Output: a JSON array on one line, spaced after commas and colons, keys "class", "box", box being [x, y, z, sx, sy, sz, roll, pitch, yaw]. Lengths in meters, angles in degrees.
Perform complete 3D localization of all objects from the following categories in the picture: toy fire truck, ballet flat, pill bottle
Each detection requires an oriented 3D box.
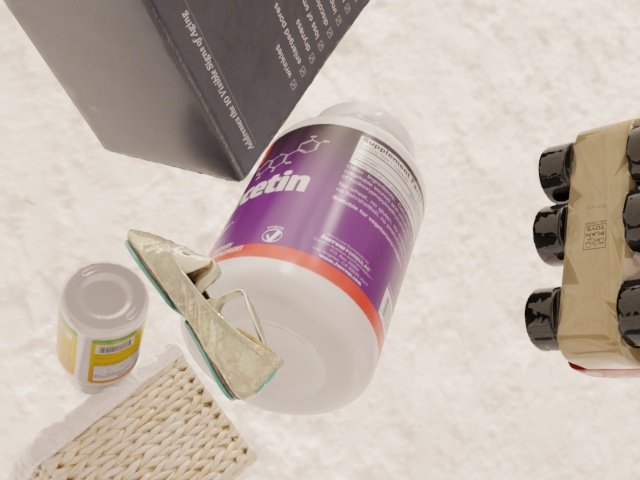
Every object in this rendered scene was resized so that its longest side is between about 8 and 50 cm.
[{"class": "toy fire truck", "box": [0.300, 0.033, 0.831, 0.246, 0.158, 0.217, 25, 66, -37]}, {"class": "ballet flat", "box": [-0.083, 0.044, 0.646, 0.052, 0.168, 0.057, -38, 155, -2]}, {"class": "pill bottle", "box": [0.000, 0.000, 0.870, 0.181, 0.181, 0.323, 53, 37, -26]}, {"class": "pill bottle", "box": [-0.358, 0.153, 1.430, 0.136, 0.246, 0.136, 9, 53, -12]}]

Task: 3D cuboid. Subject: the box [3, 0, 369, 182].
[{"class": "box", "box": [-0.180, -0.426, 1.245, 0.472, 0.297, 0.480, -60, 146, -28]}]

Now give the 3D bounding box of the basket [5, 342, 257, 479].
[{"class": "basket", "box": [-0.347, 0.416, 1.560, 0.266, 0.328, 0.331, 50, 48, 7]}]
